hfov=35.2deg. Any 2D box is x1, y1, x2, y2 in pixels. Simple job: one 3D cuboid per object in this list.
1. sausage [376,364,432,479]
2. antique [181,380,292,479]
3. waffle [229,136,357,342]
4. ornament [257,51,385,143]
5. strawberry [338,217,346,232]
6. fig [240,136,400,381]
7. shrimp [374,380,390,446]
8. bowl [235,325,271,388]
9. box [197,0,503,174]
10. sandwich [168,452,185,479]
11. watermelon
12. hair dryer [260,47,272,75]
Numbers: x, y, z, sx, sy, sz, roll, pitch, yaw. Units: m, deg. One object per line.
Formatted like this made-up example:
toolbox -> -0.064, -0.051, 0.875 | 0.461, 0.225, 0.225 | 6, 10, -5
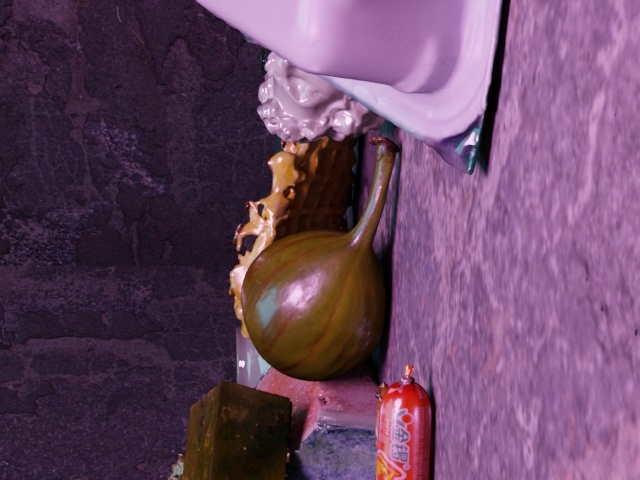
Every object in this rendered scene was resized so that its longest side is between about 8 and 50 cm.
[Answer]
sausage -> 0.064, 0.166, 0.766 | 0.050, 0.048, 0.146 | -149, 62, -78
antique -> -0.086, 0.253, 0.947 | 0.080, 0.081, 0.221 | -44, 34, 51
waffle -> -0.025, -0.024, 1.157 | 0.281, 0.060, 0.262 | -55, -25, -36
ornament -> 0.024, -0.210, 0.867 | 0.285, 0.130, 0.120 | 106, 149, -42
strawberry -> 0.000, 0.000, 1.335 | 0.083, 0.083, 0.097 | -132, 49, -82
fig -> 0.029, 0.023, 0.974 | 0.259, 0.151, 0.151 | -50, 26, 27
shrimp -> 0.064, 0.182, 0.884 | 0.083, 0.023, 0.114 | -108, 14, -65
bowl -> -0.065, 0.201, 1.643 | 0.289, 0.146, 0.290 | -179, 90, -84
box -> -0.010, -0.216, 0.662 | 0.336, 0.105, 0.264 | -137, 44, -54
sandwich -> -0.070, 0.380, 1.160 | 0.292, 0.109, 0.212 | 41, -171, -50
watermelon -> -0.008, 0.187, 1.097 | 0.318, 0.148, 0.226 | 119, 158, -76
hair dryer -> -0.026, -0.276, 1.625 | 0.197, 0.100, 0.057 | -135, 44, -62
